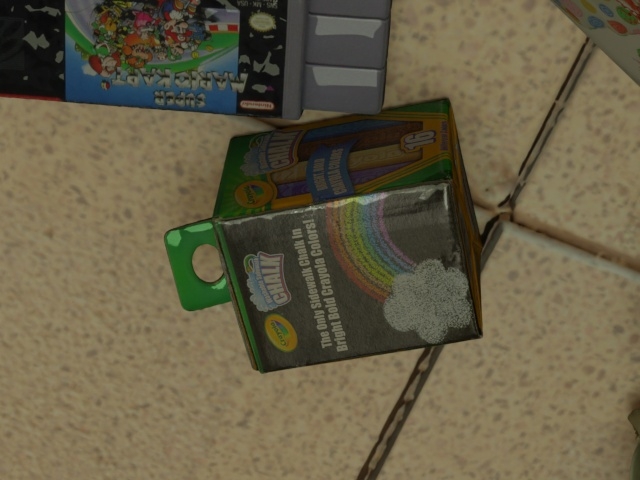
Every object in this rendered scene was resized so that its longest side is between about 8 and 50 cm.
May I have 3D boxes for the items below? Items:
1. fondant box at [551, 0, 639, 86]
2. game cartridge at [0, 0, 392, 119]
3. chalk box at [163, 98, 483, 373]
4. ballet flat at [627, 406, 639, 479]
[{"bbox_3d":[0.278,-0.142,1.163,0.238,0.330,0.096,41,80,-16],"label":"fondant box"},{"bbox_3d":[-0.125,-0.200,1.311,0.355,0.068,0.230,4,114,2],"label":"game cartridge"},{"bbox_3d":[0.000,0.000,1.367,0.213,0.132,0.132,-8,118,9],"label":"chalk box"},{"bbox_3d":[0.271,0.218,1.414,0.086,0.248,0.086,-3,145,-2],"label":"ballet flat"}]
